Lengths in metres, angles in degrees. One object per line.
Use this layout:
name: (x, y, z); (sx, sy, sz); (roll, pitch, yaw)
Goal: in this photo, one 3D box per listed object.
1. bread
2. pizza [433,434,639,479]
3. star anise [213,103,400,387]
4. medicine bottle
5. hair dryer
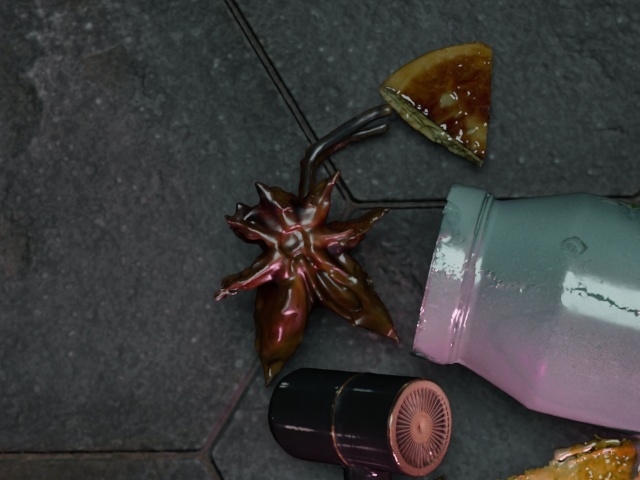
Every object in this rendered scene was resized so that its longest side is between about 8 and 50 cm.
bread: (0.131, -0.164, 1.841); (0.136, 0.054, 0.154); (9, 68, -19)
pizza: (0.211, 0.307, 1.687); (0.251, 0.074, 0.287); (22, 88, 26)
star anise: (0.004, -0.004, 1.781); (0.237, 0.148, 0.346); (24, 74, -13)
medicine bottle: (0.256, 0.065, 1.687); (0.290, 0.245, 0.245); (15, 76, 6)
hair dryer: (0.035, 0.315, 1.707); (0.189, 0.107, 0.352); (2, 92, 43)
